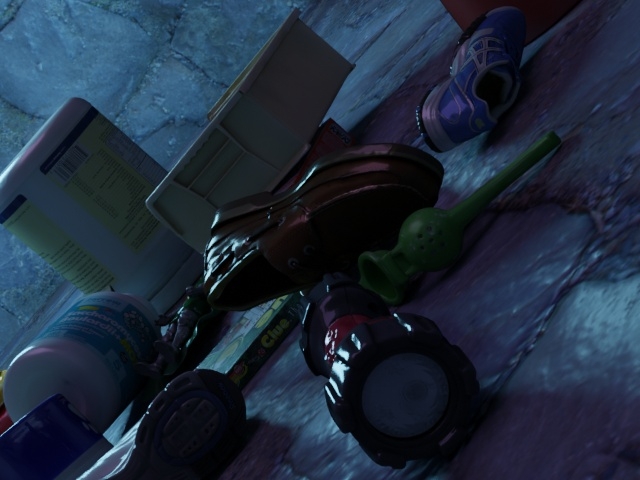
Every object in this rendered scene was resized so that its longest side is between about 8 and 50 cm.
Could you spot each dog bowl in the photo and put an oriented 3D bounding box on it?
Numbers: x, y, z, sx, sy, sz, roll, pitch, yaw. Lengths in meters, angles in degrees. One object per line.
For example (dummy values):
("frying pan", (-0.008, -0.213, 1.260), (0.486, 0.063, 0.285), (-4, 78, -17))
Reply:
("dog bowl", (-0.362, 0.302, 1.642), (0.265, 0.104, 0.265), (-44, -1, -1))

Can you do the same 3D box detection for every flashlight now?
("flashlight", (0.036, 0.083, 1.089), (0.103, 0.103, 0.304), (-49, 13, 2))

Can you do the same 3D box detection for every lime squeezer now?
("lime squeezer", (0.081, 0.006, 1.288), (0.310, 0.059, 0.110), (-41, 14, 33))

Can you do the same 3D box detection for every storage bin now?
("storage bin", (-0.097, -0.148, 1.986), (0.260, 0.123, 0.262), (-45, 11, 34))

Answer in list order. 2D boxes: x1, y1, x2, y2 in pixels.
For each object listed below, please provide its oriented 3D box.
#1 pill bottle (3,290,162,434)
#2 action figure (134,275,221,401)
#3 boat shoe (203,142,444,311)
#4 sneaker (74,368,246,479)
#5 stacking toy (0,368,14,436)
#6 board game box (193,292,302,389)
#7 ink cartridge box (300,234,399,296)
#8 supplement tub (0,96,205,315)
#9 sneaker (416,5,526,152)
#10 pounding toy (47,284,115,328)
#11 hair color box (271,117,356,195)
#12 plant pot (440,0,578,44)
("pill bottle", (-0.296, 0.157, 1.865), (0.146, 0.146, 0.264), (-43, 4, 23))
("action figure", (-0.170, 0.099, 1.869), (0.137, 0.063, 0.232), (-44, 9, 32))
("boat shoe", (0.000, 0.000, 1.366), (0.307, 0.110, 0.104), (-24, 44, 49))
("sneaker", (-0.185, 0.249, 1.403), (0.297, 0.111, 0.129), (-42, 0, -5))
("stacking toy", (-0.601, 0.235, 2.350), (0.166, 0.302, 0.175), (-55, 13, -30))
("board game box", (-0.039, 0.066, 1.585), (0.260, 0.030, 0.136), (-50, 15, -7))
("ink cartridge box", (0.021, -0.017, 1.491), (0.145, 0.045, 0.179), (-46, 31, 6))
("supplement tub", (-0.338, -0.040, 2.239), (0.235, 0.325, 0.235), (-45, 13, 13))
("sneaker", (0.179, -0.170, 1.485), (0.081, 0.080, 0.211), (-10, 39, 42))
("pounding toy", (-0.318, 0.160, 2.065), (0.130, 0.141, 0.100), (-34, 11, -5))
("hair color box", (-0.020, -0.084, 1.923), (0.093, 0.053, 0.167), (-40, 13, 38))
("plant pot", (0.202, -0.385, 1.640), (0.275, 0.243, 0.275), (-46, 13, 13))
